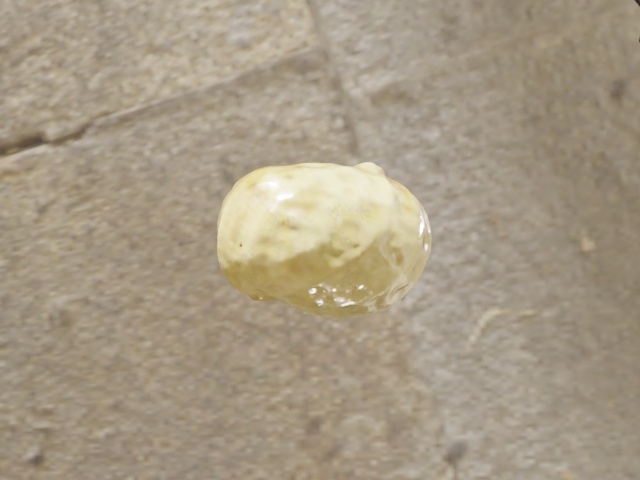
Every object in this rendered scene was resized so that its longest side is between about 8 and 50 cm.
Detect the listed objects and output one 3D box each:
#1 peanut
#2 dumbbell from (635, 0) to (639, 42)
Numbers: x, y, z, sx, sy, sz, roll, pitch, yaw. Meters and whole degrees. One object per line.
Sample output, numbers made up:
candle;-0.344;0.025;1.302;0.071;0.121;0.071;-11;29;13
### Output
peanut;0.000;0.000;1.218;0.159;0.140;0.109;-5;91;-32
dumbbell;0.203;-0.155;1.103;0.036;0.040;0.083;-32;79;-22
